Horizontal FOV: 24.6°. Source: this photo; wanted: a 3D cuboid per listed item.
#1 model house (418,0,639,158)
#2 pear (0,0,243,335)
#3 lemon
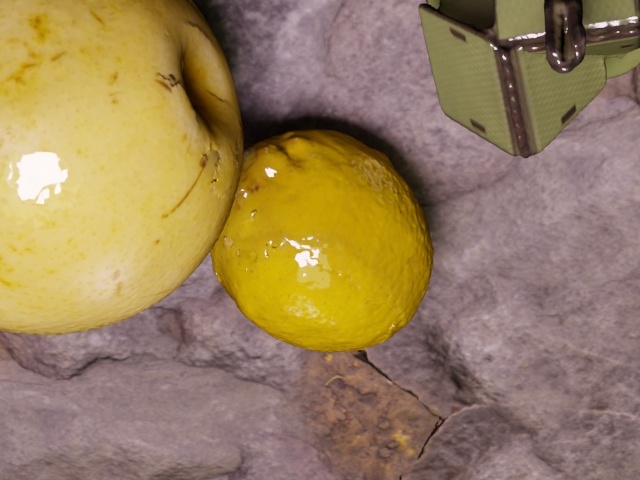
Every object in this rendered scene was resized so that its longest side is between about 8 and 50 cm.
[{"bbox_3d":[0.189,-0.154,1.232,0.204,0.279,0.218,-10,126,11],"label":"model house"},{"bbox_3d":[-0.228,-0.086,1.257,0.348,0.348,0.348,1,128,1],"label":"pear"},{"bbox_3d":[0.000,0.000,1.404,0.204,0.204,0.260,-28,128,21],"label":"lemon"}]
